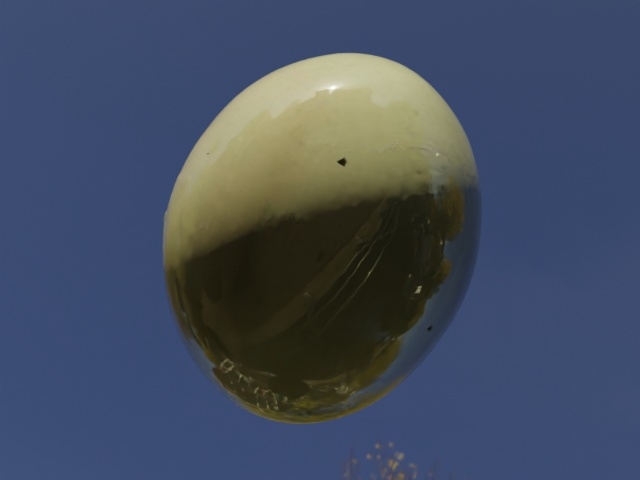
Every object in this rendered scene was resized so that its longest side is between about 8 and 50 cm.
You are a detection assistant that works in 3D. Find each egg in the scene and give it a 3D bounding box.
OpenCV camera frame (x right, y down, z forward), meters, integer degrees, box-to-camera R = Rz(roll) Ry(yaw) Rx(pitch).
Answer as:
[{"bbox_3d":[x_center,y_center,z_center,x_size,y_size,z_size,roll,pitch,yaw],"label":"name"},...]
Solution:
[{"bbox_3d":[0.000,0.000,0.711,0.219,0.219,0.269,30,-74,3],"label":"egg"}]
